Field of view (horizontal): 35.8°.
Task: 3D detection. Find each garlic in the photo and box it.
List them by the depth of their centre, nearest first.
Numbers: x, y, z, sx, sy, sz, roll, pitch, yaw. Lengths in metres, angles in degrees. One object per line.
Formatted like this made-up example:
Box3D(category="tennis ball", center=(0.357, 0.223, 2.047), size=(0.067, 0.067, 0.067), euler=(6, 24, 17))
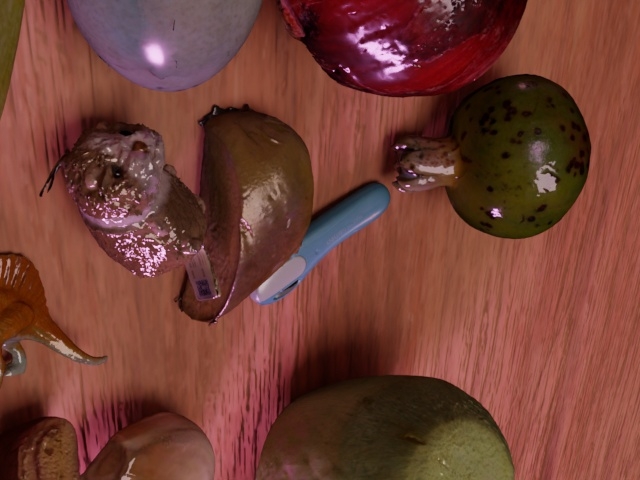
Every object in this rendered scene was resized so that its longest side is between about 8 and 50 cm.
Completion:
Box3D(category="garlic", center=(-0.195, 0.303, 1.112), size=(0.217, 0.110, 0.228), euler=(-56, 159, -19))

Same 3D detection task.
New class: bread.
Box3D(category="bread", center=(-0.295, 0.236, 1.000), size=(0.067, 0.192, 0.119), euler=(14, 73, -33))

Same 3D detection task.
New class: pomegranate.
Box3D(category="pomegranate", center=(0.208, -0.101, 1.204), size=(0.248, 0.202, 0.202), euler=(-1, 121, -11))

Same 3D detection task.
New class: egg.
Box3D(category="egg", center=(-0.125, -0.233, 0.800), size=(0.169, 0.169, 0.236), euler=(-20, 127, -33))

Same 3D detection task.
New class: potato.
Box3D(category="potato", center=(-0.063, -0.018, 1.060), size=(0.138, 0.098, 0.243), euler=(-13, 126, -39))

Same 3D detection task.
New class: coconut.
Box3D(category="coconut", center=(0.072, 0.310, 1.268), size=(0.281, 0.328, 0.328), euler=(41, 86, -19))

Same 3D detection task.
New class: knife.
Box3D(category="knife", center=(0.000, 0.000, 1.179), size=(0.222, 0.031, 0.064), euler=(-38, 132, -23))

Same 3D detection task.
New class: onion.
Box3D(category="onion", center=(0.071, -0.263, 0.890), size=(0.276, 0.276, 0.276), euler=(-23, 130, -31))

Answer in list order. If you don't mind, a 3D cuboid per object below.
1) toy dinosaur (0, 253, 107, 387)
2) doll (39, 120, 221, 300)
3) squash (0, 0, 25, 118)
Box3D(category="toy dinosaur", center=(-0.300, 0.067, 0.942), size=(0.212, 0.057, 0.142), euler=(-8, 102, -53))
Box3D(category="doll", center=(-0.164, -0.026, 0.950), size=(0.115, 0.105, 0.221), euler=(-20, 141, 16))
Box3D(category="squash", center=(-0.324, -0.141, 0.781), size=(0.204, 0.155, 0.237), euler=(-20, 139, 9))
